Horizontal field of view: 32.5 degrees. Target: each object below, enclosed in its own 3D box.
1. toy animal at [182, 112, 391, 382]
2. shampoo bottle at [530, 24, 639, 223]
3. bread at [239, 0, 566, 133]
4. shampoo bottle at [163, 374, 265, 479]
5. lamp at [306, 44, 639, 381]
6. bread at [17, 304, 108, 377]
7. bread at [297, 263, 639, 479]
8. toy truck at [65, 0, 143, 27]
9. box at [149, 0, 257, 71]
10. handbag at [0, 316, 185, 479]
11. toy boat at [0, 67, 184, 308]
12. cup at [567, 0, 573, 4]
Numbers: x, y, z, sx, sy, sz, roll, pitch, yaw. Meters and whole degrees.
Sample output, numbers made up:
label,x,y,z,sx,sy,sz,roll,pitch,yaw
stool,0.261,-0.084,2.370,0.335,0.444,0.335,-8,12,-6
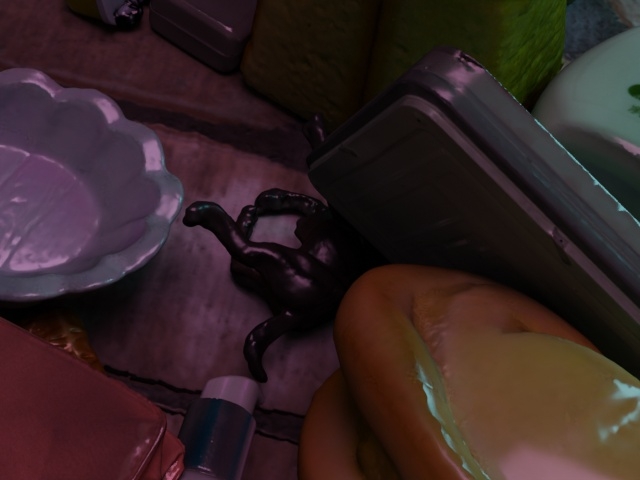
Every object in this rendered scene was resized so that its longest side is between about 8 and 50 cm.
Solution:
label,x,y,z,sx,sy,sz,roll,pitch,yaw
toy animal,0.000,0.000,0.840,0.148,0.085,0.232,37,51,14
shampoo bottle,0.328,-0.109,0.949,0.221,0.151,0.349,37,54,18
bread,0.098,-0.241,0.868,0.233,0.362,0.245,34,56,14
shampoo bottle,-0.081,0.169,0.699,0.074,0.074,0.192,16,53,0
lamp,0.120,0.011,0.705,0.269,0.266,0.047,44,76,-6
bread,-0.163,0.110,0.746,0.052,0.044,0.157,-17,60,-30
bread,0.103,0.173,0.627,0.211,0.270,0.316,-35,63,-14
toy truck,-0.187,-0.250,1.002,0.076,0.076,0.111,15,48,25
box,-0.050,-0.257,1.040,0.103,0.055,0.244,33,53,13
handbag,-0.204,0.134,0.668,0.212,0.059,0.157,23,62,24
toy boat,-0.244,-0.037,0.804,0.290,0.100,0.199,27,52,8
cup,0.216,-0.345,1.135,0.177,0.239,0.166,30,95,17
